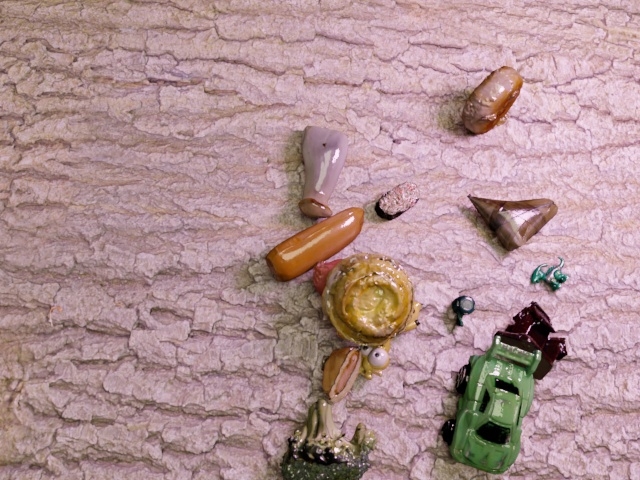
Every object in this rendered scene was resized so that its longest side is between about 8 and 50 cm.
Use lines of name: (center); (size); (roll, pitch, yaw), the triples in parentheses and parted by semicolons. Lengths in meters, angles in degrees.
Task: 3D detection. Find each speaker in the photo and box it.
speaker: (0.435, 0.216, 1.815); (0.060, 0.075, 0.094); (31, 79, 2)

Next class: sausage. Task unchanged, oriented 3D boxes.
sausage: (0.102, 0.123, 1.761); (0.254, 0.148, 0.148); (2, 71, -3)
sausage: (0.003, 0.003, 1.789); (0.354, 0.134, 0.116); (-30, 54, -15)

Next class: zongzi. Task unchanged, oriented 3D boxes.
zongzi: (0.634, -0.114, 1.936); (0.221, 0.112, 0.242); (-37, 79, -16)

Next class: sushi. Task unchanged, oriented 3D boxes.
sushi: (0.252, -0.128, 1.900); (0.150, 0.078, 0.090); (-30, 78, -18)

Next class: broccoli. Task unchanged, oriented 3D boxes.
broccoli: (0.010, 0.541, 1.575); (0.263, 0.247, 0.243); (-31, 37, 19)

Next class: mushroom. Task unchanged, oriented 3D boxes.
mushroom: (-0.004, -0.219, 1.886); (0.159, 0.122, 0.328); (-1, 66, 29)

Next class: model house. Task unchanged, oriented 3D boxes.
model house: (0.662, 0.306, 1.809); (0.203, 0.141, 0.164); (52, 50, -11)

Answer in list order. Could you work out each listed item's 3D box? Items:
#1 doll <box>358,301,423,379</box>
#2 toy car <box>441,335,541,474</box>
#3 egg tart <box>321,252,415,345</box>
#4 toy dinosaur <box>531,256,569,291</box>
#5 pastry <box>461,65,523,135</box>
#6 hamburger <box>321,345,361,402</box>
doll: (0.201, 0.284, 1.751); (0.117, 0.086, 0.291); (27, 67, 34)
toy car: (0.499, 0.474, 1.683); (0.213, 0.176, 0.358); (22, 70, 0)
egg tart: (0.140, 0.170, 1.652); (0.279, 0.095, 0.279); (0, 96, -3)
toy dinosaur: (0.754, 0.108, 1.912); (0.096, 0.059, 0.132); (41, 79, 12)
pastry: (0.590, -0.471, 1.986); (0.257, 0.236, 0.121); (-40, 73, -18)
hamburger: (0.054, 0.373, 1.701); (0.087, 0.102, 0.176); (23, 88, -35)
